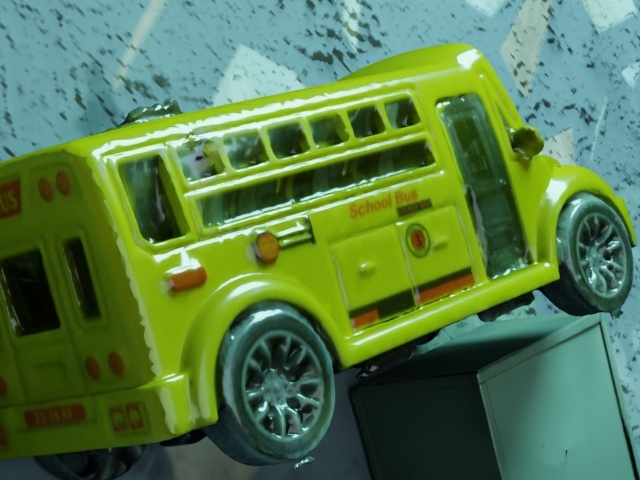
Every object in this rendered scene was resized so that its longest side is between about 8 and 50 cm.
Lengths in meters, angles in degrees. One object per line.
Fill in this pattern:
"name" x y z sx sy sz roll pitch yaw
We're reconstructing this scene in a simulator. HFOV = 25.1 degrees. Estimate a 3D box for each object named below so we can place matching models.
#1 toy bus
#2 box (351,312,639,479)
"toy bus" 0.000 0.000 0.654 0.330 0.144 0.152 -18 93 -45
"box" 0.113 0.164 0.782 0.129 0.086 0.225 -19 95 -48
